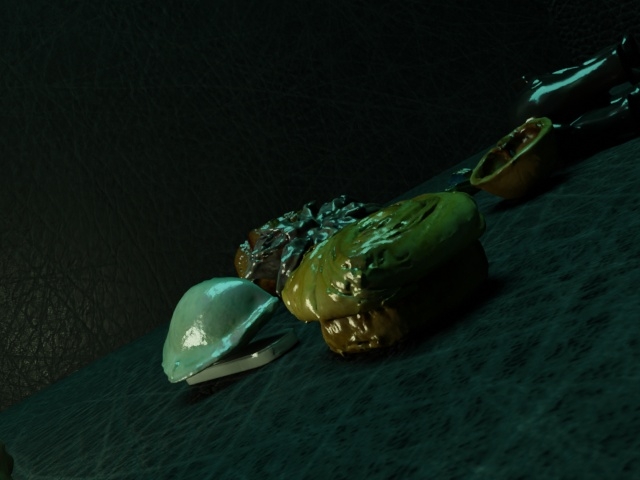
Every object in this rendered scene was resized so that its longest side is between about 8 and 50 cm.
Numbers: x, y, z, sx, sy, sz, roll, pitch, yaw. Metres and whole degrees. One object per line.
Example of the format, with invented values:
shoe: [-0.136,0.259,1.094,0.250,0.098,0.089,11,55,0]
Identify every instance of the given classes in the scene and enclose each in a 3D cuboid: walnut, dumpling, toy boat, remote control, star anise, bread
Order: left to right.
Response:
dumpling: [-0.144,0.128,0.962,0.217,0.149,0.105,-17,-28,40]
remote control: [-0.118,0.168,0.998,0.245,0.022,0.077,-26,6,47]
bread: [-0.073,0.030,1.596,0.232,0.135,0.247,-41,-17,23]
star anise: [0.001,0.001,1.354,0.332,0.117,0.331,-17,26,9]
bread: [0.069,0.030,0.733,0.198,0.120,0.236,-31,4,-24]
toy boat: [0.345,-0.140,1.654,0.065,0.066,0.172,-29,1,39]
walnut: [0.342,-0.125,1.186,0.167,0.087,0.211,-38,8,20]

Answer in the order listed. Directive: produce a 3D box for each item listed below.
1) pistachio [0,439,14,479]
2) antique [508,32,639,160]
pistachio: [-0.376,0.235,0.577,0.318,0.193,0.214,-38,-12,22]
antique: [0.490,-0.264,1.349,0.255,0.185,0.322,-24,9,40]
